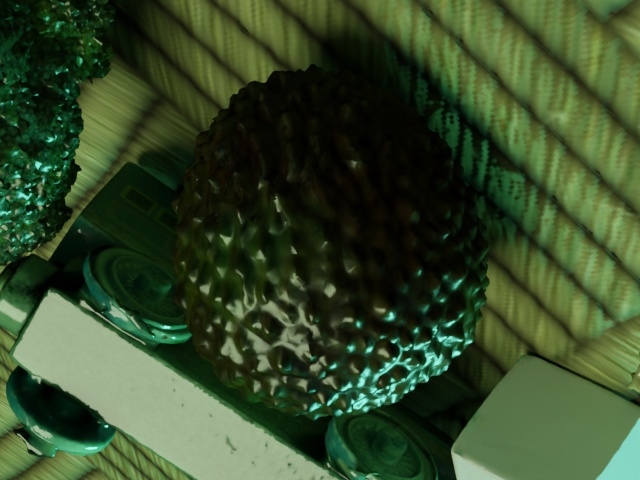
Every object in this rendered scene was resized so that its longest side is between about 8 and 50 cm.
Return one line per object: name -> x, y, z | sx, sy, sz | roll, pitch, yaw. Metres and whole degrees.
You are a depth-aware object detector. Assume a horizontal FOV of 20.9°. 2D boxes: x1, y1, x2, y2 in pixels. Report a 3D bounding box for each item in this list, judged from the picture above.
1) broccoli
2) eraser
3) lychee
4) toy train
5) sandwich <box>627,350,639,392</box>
broccoli -> -0.234, -0.117, 0.913 | 0.294, 0.265, 0.245 | 58, -175, -18
eraser -> 0.145, 0.192, 1.011 | 0.078, 0.076, 0.298 | 25, 150, 30
lychee -> 0.000, 0.000, 0.826 | 0.171, 0.171, 0.171 | 32, 153, 19
toy train -> -0.045, 0.086, 1.003 | 0.298, 0.194, 0.120 | 35, 112, -4
sandwich -> 0.161, 0.013, 0.580 | 0.058, 0.162, 0.193 | 26, 150, 35
